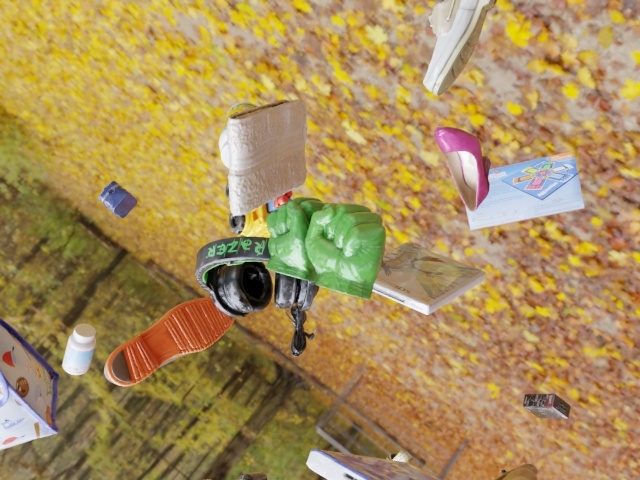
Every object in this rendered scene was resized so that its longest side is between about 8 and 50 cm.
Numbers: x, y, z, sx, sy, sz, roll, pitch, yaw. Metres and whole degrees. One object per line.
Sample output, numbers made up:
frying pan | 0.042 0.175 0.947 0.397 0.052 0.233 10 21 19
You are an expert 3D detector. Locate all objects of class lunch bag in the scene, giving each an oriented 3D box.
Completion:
lunch bag | -0.522 -0.108 1.772 0.065 0.067 0.098 36 169 12
lunch bag | -0.841 0.349 1.609 0.386 0.327 0.239 76 173 -47

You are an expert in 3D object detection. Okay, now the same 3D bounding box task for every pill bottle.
pill bottle | -0.212 -0.279 1.879 0.117 0.117 0.208 47 -153 -28
pill bottle | -0.781 0.352 2.255 0.087 0.160 0.087 19 -152 -10

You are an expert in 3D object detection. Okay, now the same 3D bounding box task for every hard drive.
hard drive | 0.150 0.470 1.335 0.210 0.040 0.318 15 172 43

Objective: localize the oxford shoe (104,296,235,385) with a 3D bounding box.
oxford shoe | -0.388 0.247 1.773 0.132 0.363 0.130 -23 91 61

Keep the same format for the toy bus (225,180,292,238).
toy bus | -0.149 -0.117 1.904 0.149 0.221 0.211 4 156 -35

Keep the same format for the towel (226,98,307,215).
towel | -0.095 -0.169 1.344 0.049 0.282 0.187 9 113 22

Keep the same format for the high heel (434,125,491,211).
high heel | 0.290 -0.148 1.441 0.082 0.117 0.244 9 169 31

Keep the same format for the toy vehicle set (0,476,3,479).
toy vehicle set | -0.567 0.442 1.075 0.267 0.035 0.166 -108 -2 -63

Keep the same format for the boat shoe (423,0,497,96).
boat shoe | 0.281 -0.453 1.442 0.103 0.303 0.113 29 -170 15

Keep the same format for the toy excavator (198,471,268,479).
toy excavator | -0.229 0.873 1.717 0.222 0.433 0.445 10 -149 -43

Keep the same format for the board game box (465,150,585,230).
board game box | 0.500 -0.122 1.733 0.027 0.281 0.145 -27 -75 -69

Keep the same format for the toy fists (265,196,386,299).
toy fists | 0.000 0.000 1.143 0.096 0.142 0.279 16 178 -35

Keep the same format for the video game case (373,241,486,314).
video game case | 0.286 0.104 2.079 0.299 0.329 0.036 22 118 35

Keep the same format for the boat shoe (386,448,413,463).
boat shoe | 0.211 0.617 1.944 0.045 0.050 0.135 56 139 14

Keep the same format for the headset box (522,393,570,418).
headset box | 0.485 0.353 1.477 0.062 0.032 0.083 36 150 -28

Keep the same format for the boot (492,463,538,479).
boot | 0.362 0.570 1.489 0.090 0.248 0.207 57 -169 19

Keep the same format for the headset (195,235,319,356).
headset | -0.108 0.115 1.455 0.243 0.185 0.394 -6 156 16
